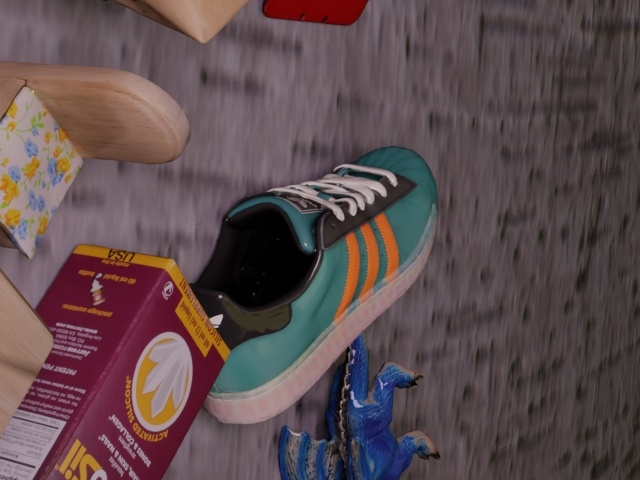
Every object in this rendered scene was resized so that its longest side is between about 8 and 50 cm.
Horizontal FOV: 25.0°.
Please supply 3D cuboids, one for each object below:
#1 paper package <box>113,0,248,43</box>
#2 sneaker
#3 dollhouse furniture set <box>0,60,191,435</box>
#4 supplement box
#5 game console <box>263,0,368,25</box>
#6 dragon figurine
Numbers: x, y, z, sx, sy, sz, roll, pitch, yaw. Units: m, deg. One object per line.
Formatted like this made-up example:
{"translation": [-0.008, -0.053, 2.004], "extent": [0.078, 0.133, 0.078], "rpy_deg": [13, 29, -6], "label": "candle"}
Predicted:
{"translation": [-0.074, -0.321, 0.709], "extent": [0.309, 0.168, 0.324], "rpy_deg": [-49, 144, -26], "label": "paper package"}
{"translation": [0.000, 0.000, 1.092], "extent": [0.302, 0.108, 0.121], "rpy_deg": [-51, 141, -40], "label": "sneaker"}
{"translation": [-0.206, -0.021, 0.588], "extent": [0.362, 0.257, 0.394], "rpy_deg": [-63, 145, -29], "label": "dollhouse furniture set"}
{"translation": [-0.145, 0.108, 0.895], "extent": [0.188, 0.081, 0.104], "rpy_deg": [-62, 145, -30], "label": "supplement box"}
{"translation": [-0.001, -0.245, 1.130], "extent": [0.144, 0.085, 0.124], "rpy_deg": [-9, 73, -59], "label": "game console"}
{"translation": [0.023, 0.173, 1.191], "extent": [0.144, 0.085, 0.289], "rpy_deg": [-50, 137, -43], "label": "dragon figurine"}
